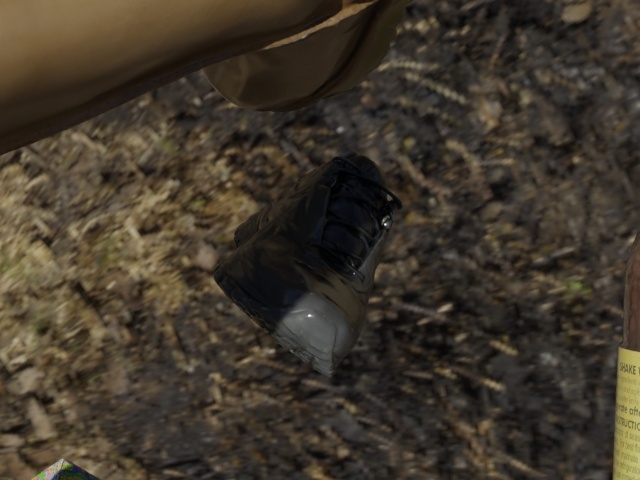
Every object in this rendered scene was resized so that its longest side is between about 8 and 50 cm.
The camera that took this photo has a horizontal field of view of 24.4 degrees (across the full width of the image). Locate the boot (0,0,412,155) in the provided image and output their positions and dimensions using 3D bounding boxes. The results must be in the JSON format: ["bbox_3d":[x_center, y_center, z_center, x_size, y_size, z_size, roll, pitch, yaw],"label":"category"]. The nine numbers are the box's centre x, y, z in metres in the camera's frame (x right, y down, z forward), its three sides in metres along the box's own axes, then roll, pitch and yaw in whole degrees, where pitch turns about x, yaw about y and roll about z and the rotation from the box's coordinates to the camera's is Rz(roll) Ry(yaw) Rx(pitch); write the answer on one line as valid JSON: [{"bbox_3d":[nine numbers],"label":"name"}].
[{"bbox_3d":[-0.085,-0.073,0.520,0.269,0.236,0.089,-27,83,-29],"label":"boot"}]

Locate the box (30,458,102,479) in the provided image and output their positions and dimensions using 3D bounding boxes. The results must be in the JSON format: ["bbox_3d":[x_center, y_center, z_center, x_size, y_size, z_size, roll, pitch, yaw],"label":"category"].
[{"bbox_3d":[-0.210,0.415,1.387,0.279,0.177,0.290,36,40,-23],"label":"box"}]

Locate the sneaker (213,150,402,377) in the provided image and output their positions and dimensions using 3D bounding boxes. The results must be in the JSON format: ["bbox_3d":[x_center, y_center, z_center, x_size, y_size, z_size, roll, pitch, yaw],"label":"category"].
[{"bbox_3d":[0.000,0.000,1.090,0.109,0.286,0.130,40,102,-15],"label":"sneaker"}]

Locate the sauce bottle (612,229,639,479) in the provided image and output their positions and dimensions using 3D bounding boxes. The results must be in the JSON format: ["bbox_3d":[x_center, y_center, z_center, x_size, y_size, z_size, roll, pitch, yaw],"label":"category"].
[{"bbox_3d":[0.187,0.063,0.664,0.111,0.111,0.344,0,93,-22],"label":"sauce bottle"}]
